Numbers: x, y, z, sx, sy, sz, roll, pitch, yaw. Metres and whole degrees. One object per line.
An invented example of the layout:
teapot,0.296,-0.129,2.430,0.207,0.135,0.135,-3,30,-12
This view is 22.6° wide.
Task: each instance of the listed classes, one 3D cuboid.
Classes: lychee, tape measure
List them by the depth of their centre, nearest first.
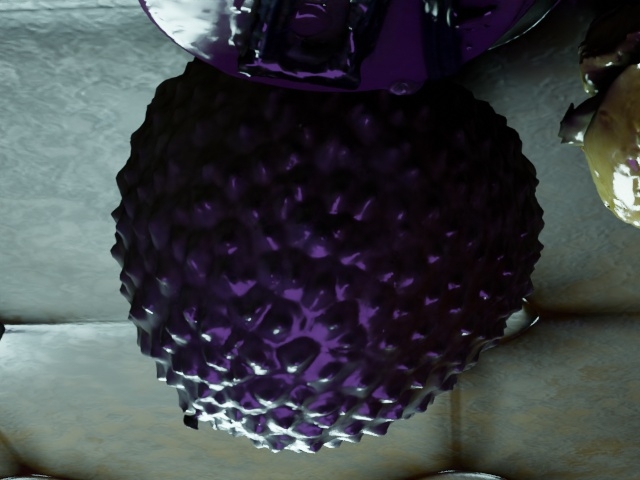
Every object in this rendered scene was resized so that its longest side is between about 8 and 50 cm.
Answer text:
tape measure,0.014,-0.180,0.838,0.232,0.149,0.245,4,152,-8
lychee,0.005,-0.001,1.049,0.300,0.300,0.300,1,152,1

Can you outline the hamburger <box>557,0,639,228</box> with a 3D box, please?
hamburger,0.305,-0.084,1.024,0.260,0.144,0.283,14,156,-28
